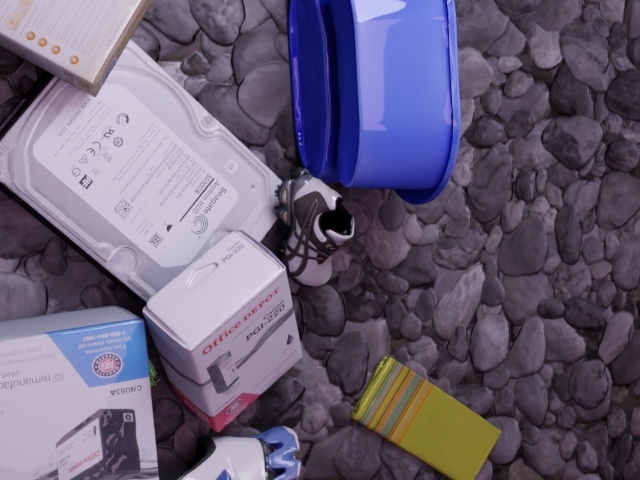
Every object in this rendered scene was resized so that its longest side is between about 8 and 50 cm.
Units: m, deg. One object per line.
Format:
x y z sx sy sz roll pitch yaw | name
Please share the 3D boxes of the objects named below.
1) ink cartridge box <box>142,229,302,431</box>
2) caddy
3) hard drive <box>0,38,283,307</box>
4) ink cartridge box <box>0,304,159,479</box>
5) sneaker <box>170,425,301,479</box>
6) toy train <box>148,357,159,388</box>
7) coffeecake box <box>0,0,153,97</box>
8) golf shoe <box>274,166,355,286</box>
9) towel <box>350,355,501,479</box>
-0.113 0.112 1.561 0.158 0.092 0.218 -41 150 -20 | ink cartridge box
0.082 -0.212 1.617 0.179 0.241 0.341 -6 99 -21 | caddy
-0.220 -0.075 1.567 0.339 0.064 0.237 44 75 -25 | hard drive
-0.314 0.248 1.508 0.223 0.129 0.307 -8 99 -25 | ink cartridge box
-0.128 0.380 1.606 0.182 0.127 0.315 9 61 -16 | sneaker
-0.227 0.149 1.611 0.024 0.017 0.083 -37 111 -32 | toy train
-0.304 -0.273 1.458 0.185 0.068 0.142 29 79 -2 | coffeecake box
0.000 0.000 1.641 0.077 0.094 0.198 -51 148 -29 | golf shoe
0.152 0.261 1.826 0.237 0.021 0.102 35 84 -27 | towel
